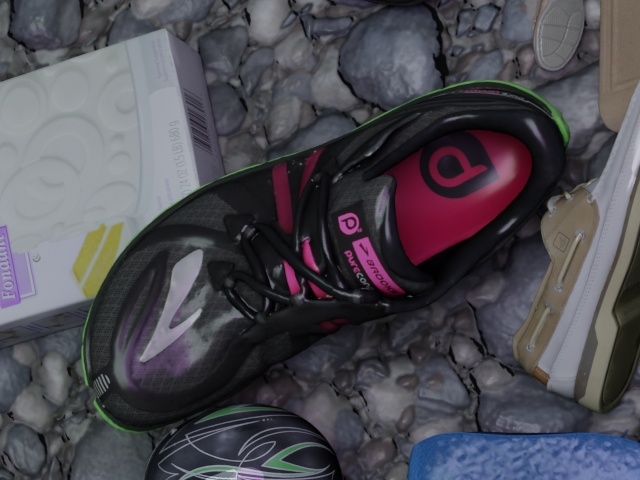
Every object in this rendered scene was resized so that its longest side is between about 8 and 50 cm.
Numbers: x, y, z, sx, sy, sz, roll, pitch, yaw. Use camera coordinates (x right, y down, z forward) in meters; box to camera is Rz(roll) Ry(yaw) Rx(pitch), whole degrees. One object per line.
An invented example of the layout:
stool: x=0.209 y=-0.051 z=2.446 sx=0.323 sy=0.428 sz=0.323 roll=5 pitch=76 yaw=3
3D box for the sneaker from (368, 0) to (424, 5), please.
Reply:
sneaker: x=-0.021 y=-0.334 z=1.572 sx=0.330 sy=0.146 sz=0.122 roll=36 pitch=101 yaw=20

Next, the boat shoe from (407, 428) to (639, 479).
boat shoe: x=0.209 y=0.207 z=1.441 sx=0.258 sy=0.089 sz=0.109 roll=13 pitch=76 yaw=18

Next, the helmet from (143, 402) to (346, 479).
helmet: x=-0.067 y=0.222 z=1.481 sx=0.169 sy=0.161 sz=0.169 roll=-3 pitch=79 yaw=17

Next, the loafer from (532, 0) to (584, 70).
loafer: x=0.221 y=-0.216 z=1.542 sx=0.045 sy=0.039 sz=0.125 roll=12 pitch=86 yaw=-14

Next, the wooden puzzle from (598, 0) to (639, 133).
wooden puzzle: x=0.341 y=-0.227 z=1.447 sx=0.221 sy=0.044 sz=0.238 roll=-18 pitch=63 yaw=42

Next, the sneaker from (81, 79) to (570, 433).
sneaker: x=0.000 y=0.000 z=1.427 sx=0.483 sy=0.202 sz=0.185 roll=-33 pitch=96 yaw=-3

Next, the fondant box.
fondant box: x=-0.260 y=-0.040 z=1.626 sx=0.330 sy=0.096 sz=0.238 roll=-17 pitch=76 yaw=15

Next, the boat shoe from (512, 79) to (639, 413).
boat shoe: x=0.240 y=-0.006 z=1.424 sx=0.103 sy=0.113 sz=0.302 roll=22 pitch=106 yaw=29
